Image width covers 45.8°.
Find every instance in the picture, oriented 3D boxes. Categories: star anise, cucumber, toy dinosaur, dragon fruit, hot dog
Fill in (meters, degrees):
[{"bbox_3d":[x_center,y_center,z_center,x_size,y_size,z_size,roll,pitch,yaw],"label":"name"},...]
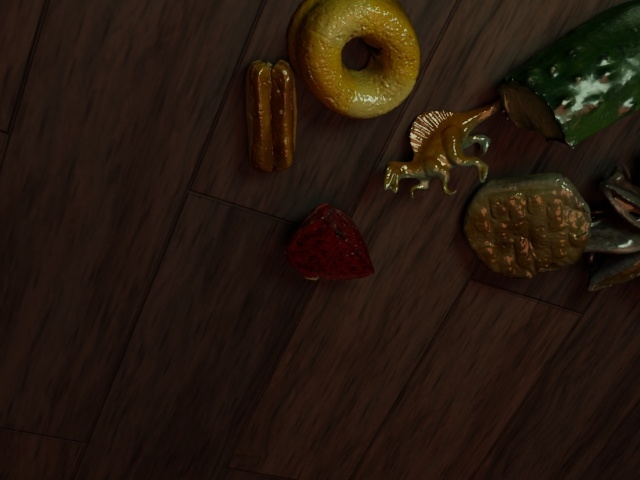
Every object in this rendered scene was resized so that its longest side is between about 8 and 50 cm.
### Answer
[{"bbox_3d":[0.551,-0.036,1.227,0.331,0.118,0.332,-9,128,-11],"label":"star anise"},{"bbox_3d":[0.417,-0.258,1.053,0.325,0.145,0.105,-29,121,-7],"label":"cucumber"},{"bbox_3d":[0.184,-0.150,1.122,0.142,0.057,0.212,20,82,-6],"label":"toy dinosaur"},{"bbox_3d":[0.000,0.000,1.144,0.106,0.083,0.162,-24,142,22],"label":"dragon fruit"},{"bbox_3d":[-0.068,-0.167,1.047,0.071,0.045,0.165,-6,120,-12],"label":"hot dog"}]

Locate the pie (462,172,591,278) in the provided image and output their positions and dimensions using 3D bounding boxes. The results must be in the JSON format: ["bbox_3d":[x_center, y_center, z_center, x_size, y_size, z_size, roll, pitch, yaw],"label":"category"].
[{"bbox_3d":[0.322,-0.018,1.184,0.195,0.046,0.195,9,120,15],"label":"pie"}]

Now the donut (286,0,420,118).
[{"bbox_3d":[0.050,-0.247,1.014,0.174,0.075,0.190,-24,122,0],"label":"donut"}]
